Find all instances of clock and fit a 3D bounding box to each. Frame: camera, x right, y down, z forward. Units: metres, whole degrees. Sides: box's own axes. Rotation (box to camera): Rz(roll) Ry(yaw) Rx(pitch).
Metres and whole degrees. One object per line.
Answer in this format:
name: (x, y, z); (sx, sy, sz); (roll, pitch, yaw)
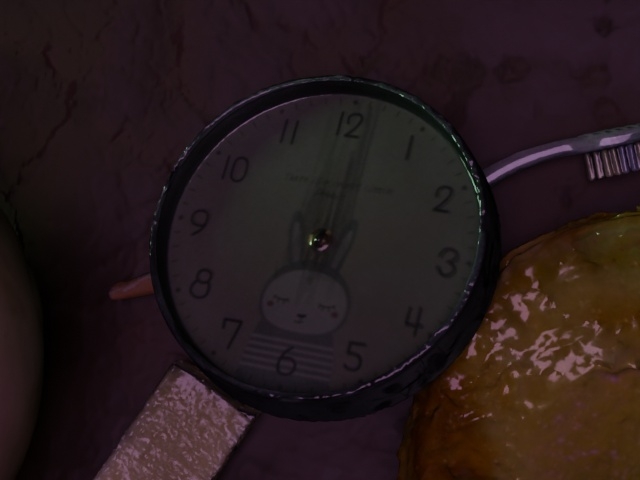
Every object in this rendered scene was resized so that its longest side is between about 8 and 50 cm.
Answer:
clock: (0.000, 0.000, 0.762); (0.215, 0.042, 0.215); (-5, 68, 13)

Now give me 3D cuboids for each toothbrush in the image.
toothbrush: (0.040, -0.015, 0.800); (0.375, 0.028, 0.037); (-15, 96, 8)

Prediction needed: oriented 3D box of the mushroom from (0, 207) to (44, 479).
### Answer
mushroom: (-0.330, 0.049, 0.714); (0.353, 0.353, 0.325); (31, 123, 7)

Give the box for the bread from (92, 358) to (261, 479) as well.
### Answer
bread: (-0.107, 0.155, 0.823); (0.068, 0.028, 0.153); (34, 96, 7)

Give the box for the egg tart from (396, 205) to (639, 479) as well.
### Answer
egg tart: (0.178, 0.114, 0.701); (0.294, 0.123, 0.294); (-24, 47, 29)
